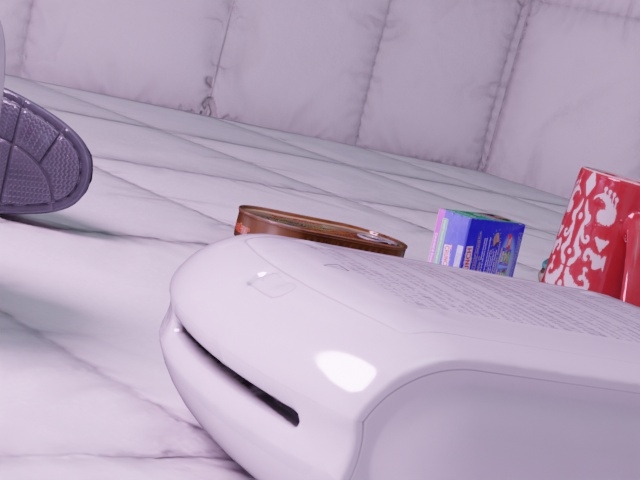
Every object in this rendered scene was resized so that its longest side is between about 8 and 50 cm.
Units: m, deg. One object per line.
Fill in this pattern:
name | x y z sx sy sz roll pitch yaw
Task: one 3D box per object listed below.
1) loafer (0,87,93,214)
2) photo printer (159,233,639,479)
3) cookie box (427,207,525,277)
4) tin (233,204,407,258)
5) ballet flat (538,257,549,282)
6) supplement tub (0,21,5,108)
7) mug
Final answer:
loafer | -0.337 -0.093 1.186 0.302 0.109 0.095 12 3 4
photo printer | 0.078 0.079 0.694 0.307 0.107 0.256 10 9 -27
cookie box | 0.150 0.019 1.330 0.040 0.092 0.107 17 7 36
tin | 0.000 0.000 1.396 0.189 0.040 0.106 11 13 -29
ballet flat | 0.326 0.046 1.321 0.086 0.086 0.248 8 -10 -44
supplement tub | -0.338 -0.086 0.779 0.272 0.191 0.191 14 8 -2
mug | 0.234 0.039 1.048 0.113 0.169 0.150 11 8 -30
